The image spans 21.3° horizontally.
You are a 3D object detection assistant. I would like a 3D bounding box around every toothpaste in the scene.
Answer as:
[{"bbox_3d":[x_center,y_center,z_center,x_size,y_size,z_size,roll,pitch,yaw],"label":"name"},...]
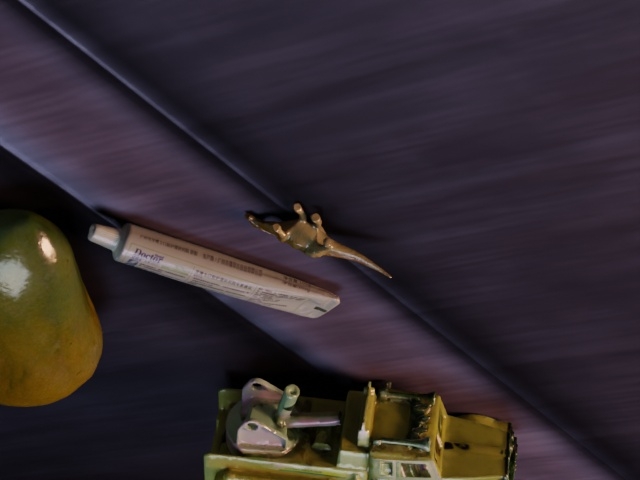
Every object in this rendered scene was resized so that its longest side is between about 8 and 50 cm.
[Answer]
[{"bbox_3d":[-0.081,0.023,1.270,0.197,0.029,0.048,19,152,-20],"label":"toothpaste"}]

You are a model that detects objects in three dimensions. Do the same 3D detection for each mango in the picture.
[{"bbox_3d":[-0.243,0.052,1.310,0.137,0.091,0.237,1,143,5],"label":"mango"}]

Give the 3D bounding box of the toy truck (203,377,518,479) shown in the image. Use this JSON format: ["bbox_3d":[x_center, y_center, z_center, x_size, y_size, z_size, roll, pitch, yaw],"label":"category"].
[{"bbox_3d":[0.036,0.176,1.410,0.259,0.128,0.135,9,137,2],"label":"toy truck"}]

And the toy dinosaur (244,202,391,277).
[{"bbox_3d":[-0.001,-0.001,1.202,0.113,0.026,0.041,18,157,4],"label":"toy dinosaur"}]
